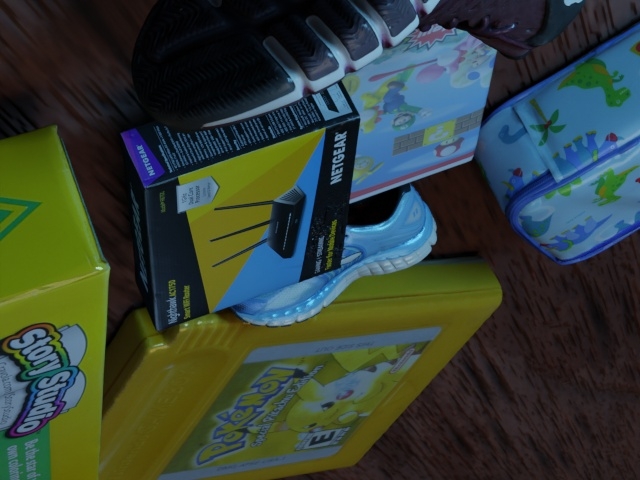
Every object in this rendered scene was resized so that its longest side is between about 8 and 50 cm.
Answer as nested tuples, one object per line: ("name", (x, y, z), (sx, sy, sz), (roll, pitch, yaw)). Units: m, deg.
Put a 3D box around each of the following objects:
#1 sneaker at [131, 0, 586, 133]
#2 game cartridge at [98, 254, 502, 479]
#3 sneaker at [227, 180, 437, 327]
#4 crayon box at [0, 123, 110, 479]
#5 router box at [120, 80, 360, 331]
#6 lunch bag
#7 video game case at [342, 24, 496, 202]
("sneaker", (0.050, -0.118, 0.812), (0.281, 0.106, 0.162), (-33, 148, 4))
("game cartridge", (-0.047, 0.122, 1.270), (0.324, 0.052, 0.285), (-6, 147, -36))
("sneaker", (0.000, 0.000, 1.105), (0.162, 0.063, 0.073), (-28, 136, -7))
("crayon box", (-0.291, 0.102, 0.942), (0.313, 0.106, 0.363), (-19, 157, -18))
("router box", (-0.049, -0.021, 0.960), (0.133, 0.046, 0.179), (-19, 153, -13))
("lunch bag", (0.229, -0.075, 1.126), (0.219, 0.090, 0.176), (-30, 156, 10))
("video game case", (0.016, -0.103, 0.953), (0.204, 0.025, 0.285), (-20, 153, -13))
